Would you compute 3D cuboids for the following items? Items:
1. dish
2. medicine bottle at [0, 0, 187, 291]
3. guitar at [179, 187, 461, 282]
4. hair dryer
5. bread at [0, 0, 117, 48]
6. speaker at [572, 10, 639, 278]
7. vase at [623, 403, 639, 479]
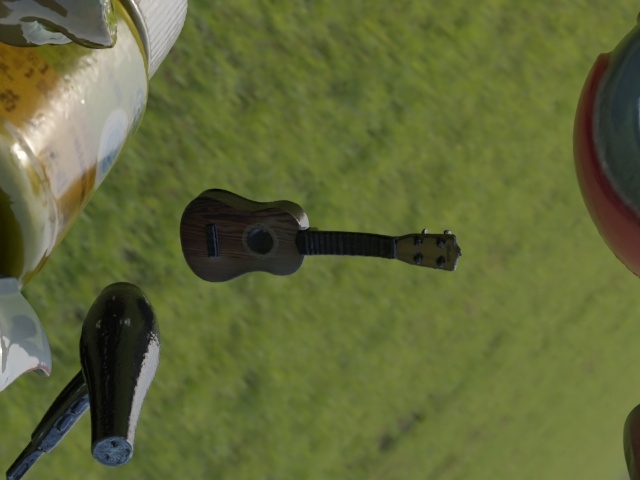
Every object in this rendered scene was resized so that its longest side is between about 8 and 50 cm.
[{"bbox_3d":[-0.305,0.050,1.141,0.151,0.212,0.077,-8,107,-84],"label":"dish"},{"bbox_3d":[-0.259,-0.131,1.320,0.224,0.224,0.384,-58,-176,39],"label":"medicine bottle"},{"bbox_3d":[0.002,-0.001,1.432,0.038,0.271,0.083,-46,134,-58],"label":"guitar"},{"bbox_3d":[-0.216,0.159,1.383,0.219,0.075,0.195,-48,-154,30],"label":"hair dryer"},{"bbox_3d":[-0.225,-0.227,1.048,0.156,0.260,0.158,-9,150,-3],"label":"bread"},{"bbox_3d":[0.374,-0.090,1.381,0.294,0.294,0.294,-44,166,-14],"label":"speaker"},{"bbox_3d":[0.349,0.245,1.630,0.086,0.086,0.214,-54,-178,25],"label":"vase"}]
